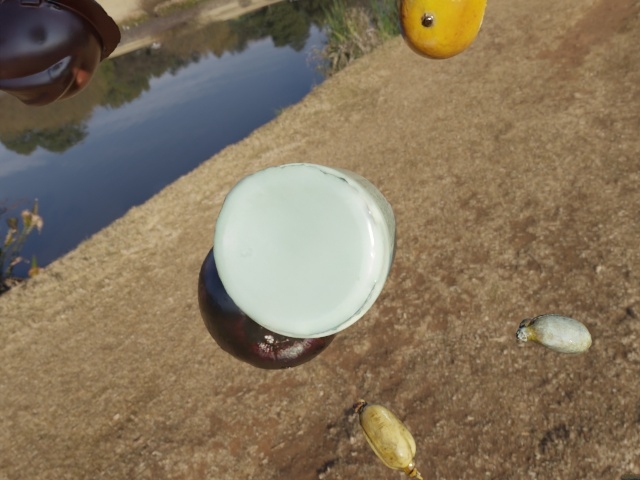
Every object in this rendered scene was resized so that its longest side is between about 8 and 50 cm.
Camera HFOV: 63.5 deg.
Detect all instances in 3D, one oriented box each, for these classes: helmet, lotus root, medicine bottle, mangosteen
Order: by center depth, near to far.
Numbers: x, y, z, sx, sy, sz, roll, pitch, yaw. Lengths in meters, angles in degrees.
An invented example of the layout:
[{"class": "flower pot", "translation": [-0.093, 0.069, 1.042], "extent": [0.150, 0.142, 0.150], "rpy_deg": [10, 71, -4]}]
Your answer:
[{"class": "helmet", "translation": [-0.204, -0.131, 0.376], "extent": [0.111, 0.089, 0.057], "rpy_deg": [-10, 69, 22]}, {"class": "medicine bottle", "translation": [0.000, 0.000, 0.449], "extent": [0.134, 0.135, 0.168], "rpy_deg": [-10, 5, 13]}, {"class": "mangosteen", "translation": [-0.068, 0.066, 0.750], "extent": [0.211, 0.212, 0.250], "rpy_deg": [-17, 17, 1]}, {"class": "lotus root", "translation": [0.110, 0.313, 0.819], "extent": [0.063, 0.072, 0.152], "rpy_deg": [-27, 66, -31]}, {"class": "lotus root", "translation": [0.514, 0.203, 1.135], "extent": [0.165, 0.088, 0.088], "rpy_deg": [11, 34, 4]}]

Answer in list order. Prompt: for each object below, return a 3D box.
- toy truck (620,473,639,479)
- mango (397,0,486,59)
[{"class": "toy truck", "translation": [0.541, 0.410, 0.729], "extent": [0.177, 0.363, 0.177], "rpy_deg": [-4, 70, -7]}, {"class": "mango", "translation": [0.128, -0.265, 0.514], "extent": [0.089, 0.165, 0.115], "rpy_deg": [14, 8, 17]}]
